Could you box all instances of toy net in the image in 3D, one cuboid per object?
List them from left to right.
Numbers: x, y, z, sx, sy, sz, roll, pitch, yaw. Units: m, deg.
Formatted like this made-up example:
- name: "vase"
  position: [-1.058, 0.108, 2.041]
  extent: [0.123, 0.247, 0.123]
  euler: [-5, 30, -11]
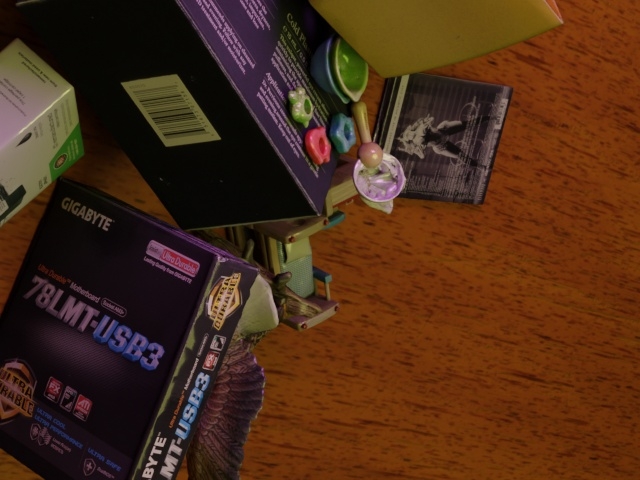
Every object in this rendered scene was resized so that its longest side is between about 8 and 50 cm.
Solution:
- name: "toy net"
  position: [0.040, -0.101, 1.814]
  extent: [0.232, 0.045, 0.122]
  euler: [59, 37, -39]

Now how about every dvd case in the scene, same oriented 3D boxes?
- name: "dvd case"
  position: [0.152, -0.132, 2.274]
  extent: [0.221, 0.018, 0.165]
  euler: [3, 106, -43]

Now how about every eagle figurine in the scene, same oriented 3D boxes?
- name: "eagle figurine"
  position: [-0.137, 0.153, 1.980]
  extent: [0.298, 0.226, 0.225]
  euler: [-51, 122, -12]

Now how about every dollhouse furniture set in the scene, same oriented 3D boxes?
- name: "dollhouse furniture set"
  position: [0.000, 0.000, 2.114]
  extent: [0.183, 0.129, 0.129]
  euler: [-27, 123, -32]

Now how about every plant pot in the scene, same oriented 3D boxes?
- name: "plant pot"
  position: [0.087, -0.289, 1.735]
  extent: [0.187, 0.212, 0.212]
  euler: [-31, 135, 17]

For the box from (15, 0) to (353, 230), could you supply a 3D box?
- name: "box"
  position: [-0.106, -0.239, 1.808]
  extent: [0.343, 0.179, 0.312]
  euler: [57, 40, -40]

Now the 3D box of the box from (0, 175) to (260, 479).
- name: "box"
  position: [-0.227, 0.112, 1.844]
  extent: [0.073, 0.295, 0.293]
  euler: [18, 95, -46]

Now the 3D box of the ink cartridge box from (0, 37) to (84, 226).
- name: "ink cartridge box"
  position: [-0.345, -0.080, 1.764]
  extent: [0.208, 0.087, 0.153]
  euler: [-44, 165, -19]
